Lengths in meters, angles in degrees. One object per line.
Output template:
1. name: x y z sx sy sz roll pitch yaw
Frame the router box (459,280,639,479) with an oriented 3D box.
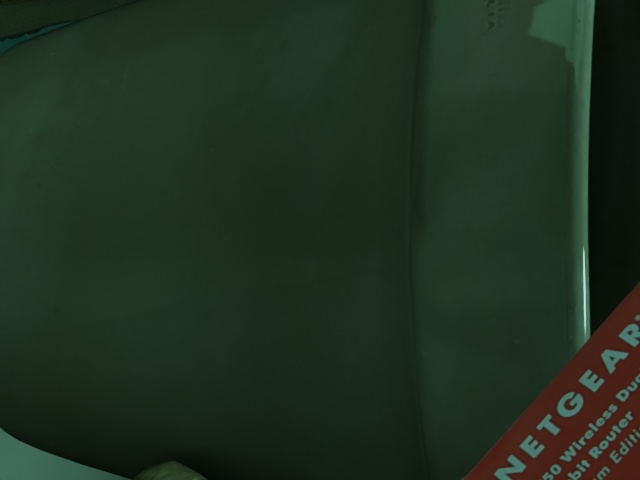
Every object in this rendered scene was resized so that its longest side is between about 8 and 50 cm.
1. router box: 0.219 0.179 0.398 0.082 0.335 0.301 -47 40 -4

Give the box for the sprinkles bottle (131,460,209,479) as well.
1. sprinkles bottle: -0.188 0.188 0.608 0.355 0.121 0.121 -17 32 -27

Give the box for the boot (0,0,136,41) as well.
1. boot: -0.120 -0.233 0.958 0.248 0.207 0.090 -23 35 -35

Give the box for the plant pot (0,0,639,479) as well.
1. plant pot: 0.000 0.000 0.761 0.280 0.323 0.323 0 28 15

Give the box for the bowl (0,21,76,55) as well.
1. bowl: -0.079 -0.070 1.043 0.311 0.163 0.311 -1 27 1
